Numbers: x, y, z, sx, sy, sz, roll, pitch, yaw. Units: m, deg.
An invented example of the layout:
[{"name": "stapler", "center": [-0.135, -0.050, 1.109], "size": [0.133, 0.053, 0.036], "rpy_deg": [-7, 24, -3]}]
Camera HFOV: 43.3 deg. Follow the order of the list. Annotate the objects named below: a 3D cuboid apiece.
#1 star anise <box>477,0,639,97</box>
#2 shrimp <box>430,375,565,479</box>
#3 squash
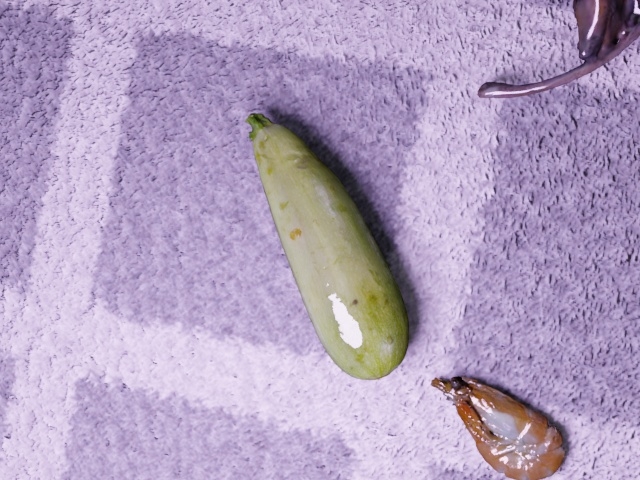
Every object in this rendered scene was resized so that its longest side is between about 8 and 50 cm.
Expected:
[{"name": "star anise", "center": [0.332, -0.353, 0.952], "size": [0.360, 0.139, 0.315], "rpy_deg": [-15, 77, 27]}, {"name": "shrimp", "center": [0.214, 0.225, 0.989], "size": [0.184, 0.043, 0.091], "rpy_deg": [40, 100, 10]}, {"name": "squash", "center": [0.007, -0.002, 1.009], "size": [0.118, 0.118, 0.370], "rpy_deg": [-25, 79, 10]}]
